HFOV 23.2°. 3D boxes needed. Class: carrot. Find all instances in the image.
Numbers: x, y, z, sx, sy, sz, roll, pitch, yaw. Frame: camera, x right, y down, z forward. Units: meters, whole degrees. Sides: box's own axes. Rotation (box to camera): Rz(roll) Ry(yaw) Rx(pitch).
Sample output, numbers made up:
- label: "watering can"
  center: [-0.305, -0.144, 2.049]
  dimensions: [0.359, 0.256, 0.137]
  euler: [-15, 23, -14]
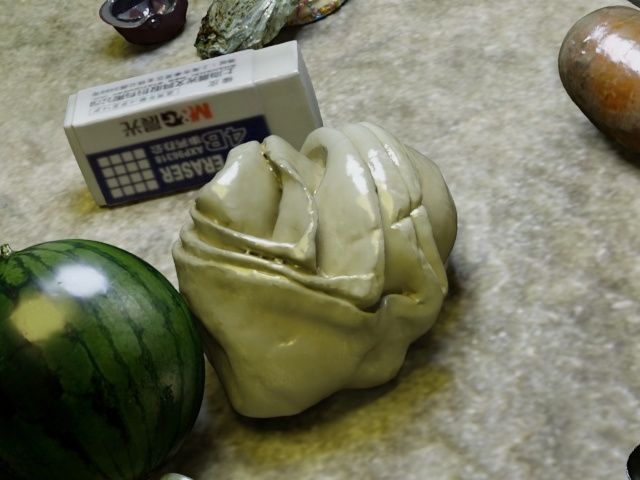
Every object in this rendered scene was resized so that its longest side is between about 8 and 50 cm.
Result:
- label: "carrot"
  center: [0.363, -0.137, 1.569]
  dimensions: [0.139, 0.138, 0.302]
  euler: [-31, 39, -16]

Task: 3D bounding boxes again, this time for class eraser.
- label: "eraser"
  center: [-0.142, -0.133, 1.788]
  dimensions: [0.279, 0.124, 0.081]
  euler: [-12, 37, 8]

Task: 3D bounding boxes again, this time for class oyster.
- label: "oyster"
  center: [-0.091, -0.288, 1.989]
  dimensions: [0.177, 0.064, 0.125]
  euler: [-8, 68, 40]

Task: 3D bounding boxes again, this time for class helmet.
- label: "helmet"
  center: [-0.230, -0.300, 2.086]
  dimensions: [0.123, 0.070, 0.098]
  euler: [-36, 48, -16]

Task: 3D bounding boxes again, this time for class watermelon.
- label: "watermelon"
  center: [-0.225, 0.117, 1.408]
  dimensions: [0.242, 0.242, 0.242]
  euler: [-12, 37, 9]

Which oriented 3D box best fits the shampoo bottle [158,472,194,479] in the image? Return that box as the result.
- label: "shampoo bottle"
  center: [-0.158, 0.289, 1.306]
  dimensions: [0.065, 0.065, 0.204]
  euler: [6, 43, 30]

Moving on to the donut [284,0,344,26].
- label: "donut"
  center: [-0.036, -0.333, 2.046]
  dimensions: [0.166, 0.065, 0.108]
  euler: [-11, 38, 11]

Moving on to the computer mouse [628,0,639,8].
- label: "computer mouse"
  center: [0.460, -0.277, 1.685]
  dimensions: [0.331, 0.095, 0.197]
  euler: [-5, 27, -30]

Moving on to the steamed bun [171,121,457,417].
- label: "steamed bun"
  center: [-0.001, -0.002, 1.492]
  dimensions: [0.289, 0.203, 0.276]
  euler: [-25, 36, -9]

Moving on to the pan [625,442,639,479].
- label: "pan"
  center: [0.293, 0.200, 1.254]
  dimensions: [0.068, 0.023, 0.115]
  euler: [-24, 34, -8]
